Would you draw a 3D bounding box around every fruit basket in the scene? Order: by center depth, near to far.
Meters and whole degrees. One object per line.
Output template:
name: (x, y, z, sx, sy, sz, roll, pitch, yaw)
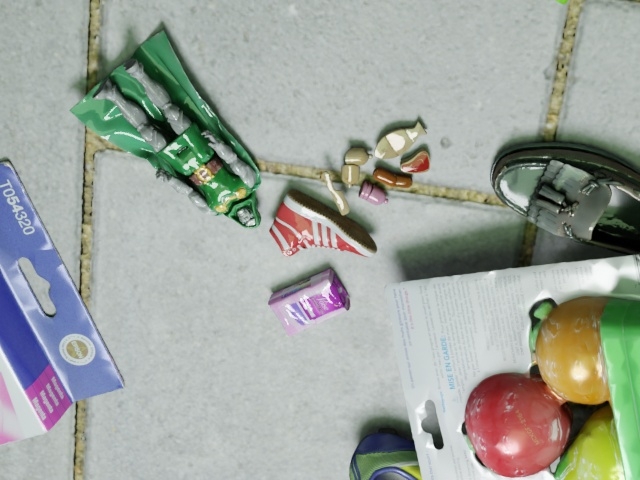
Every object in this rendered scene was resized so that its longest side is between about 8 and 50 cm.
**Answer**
fruit basket: (0.267, 0.178, 1.669, 0.353, 0.165, 0.327, -7, 102, 26)

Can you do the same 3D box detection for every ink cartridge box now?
ink cartridge box: (-0.445, 0.101, 1.794, 0.330, 0.071, 0.324, -17, 114, 16)

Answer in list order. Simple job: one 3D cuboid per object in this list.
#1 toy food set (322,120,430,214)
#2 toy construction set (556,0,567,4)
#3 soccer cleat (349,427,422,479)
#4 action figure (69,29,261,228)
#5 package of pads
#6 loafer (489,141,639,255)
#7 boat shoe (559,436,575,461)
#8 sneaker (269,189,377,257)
toy food set: (0.067, -0.077, 1.670, 0.122, 0.019, 0.078, -23, 114, 9)
toy construction set: (0.253, -0.345, 1.430, 0.215, 0.151, 0.328, 21, 129, -33)
soccer cleat: (0.165, 0.320, 1.810, 0.289, 0.121, 0.093, 24, 118, -6)
action figure: (-0.142, -0.097, 1.661, 0.137, 0.063, 0.232, -37, 112, 19)
package of pads: (-0.012, 0.071, 1.749, 0.083, 0.032, 0.050, -24, 115, 18)
loafer: (0.311, -0.032, 1.627, 0.267, 0.084, 0.096, 16, 118, -2)
boat shoe: (0.416, 0.235, 1.767, 0.285, 0.089, 0.105, -4, 92, 6)
sneaker: (0.000, 0.000, 1.703, 0.118, 0.042, 0.067, 32, 113, -2)
